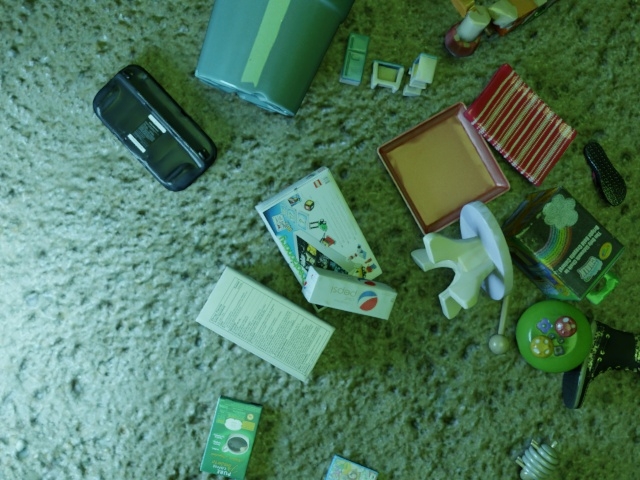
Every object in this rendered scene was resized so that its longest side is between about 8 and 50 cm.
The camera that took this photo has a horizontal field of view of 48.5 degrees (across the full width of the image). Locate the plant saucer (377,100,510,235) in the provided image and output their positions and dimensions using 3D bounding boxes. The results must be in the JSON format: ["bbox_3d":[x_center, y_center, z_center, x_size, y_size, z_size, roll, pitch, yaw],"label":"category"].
[{"bbox_3d":[0.308,-0.179,1.800,0.258,0.048,0.259,-30,90,-6],"label":"plant saucer"}]

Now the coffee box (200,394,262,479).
[{"bbox_3d":[-0.216,0.480,1.729,0.113,0.040,0.184,13,86,-4],"label":"coffee box"}]

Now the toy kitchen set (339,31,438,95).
[{"bbox_3d":[0.167,-0.445,1.734,0.207,0.166,0.122,10,87,-5],"label":"toy kitchen set"}]

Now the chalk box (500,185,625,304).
[{"bbox_3d":[0.603,0.032,1.757,0.289,0.179,0.180,44,84,-4],"label":"chalk box"}]

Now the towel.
[{"bbox_3d":[0.511,-0.296,1.807,0.275,0.031,0.199,42,74,-6],"label":"towel"}]

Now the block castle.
[{"bbox_3d":[0.456,-0.683,1.754,0.453,0.213,0.303,-32,88,-8],"label":"block castle"}]

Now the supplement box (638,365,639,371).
[{"bbox_3d":[0.894,0.376,1.780,0.081,0.104,0.188,-39,113,-4],"label":"supplement box"}]

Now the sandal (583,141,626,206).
[{"bbox_3d":[0.738,-0.171,1.850,0.067,0.040,0.179,-18,75,-11],"label":"sandal"}]

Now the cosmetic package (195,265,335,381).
[{"bbox_3d":[-0.130,0.195,1.704,0.296,0.129,0.153,32,87,-4],"label":"cosmetic package"}]

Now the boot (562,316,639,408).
[{"bbox_3d":[0.724,0.326,1.805,0.178,0.085,0.236,13,88,-8],"label":"boot"}]

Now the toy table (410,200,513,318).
[{"bbox_3d":[0.344,0.055,1.709,0.161,0.252,0.274,-27,113,-10],"label":"toy table"}]

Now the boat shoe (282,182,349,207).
[{"bbox_3d":[-0.011,-0.100,1.757,0.178,0.064,0.060,12,89,-2],"label":"boat shoe"}]

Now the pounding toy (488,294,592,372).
[{"bbox_3d":[0.543,0.227,1.740,0.237,0.110,0.183,15,88,18],"label":"pounding toy"}]

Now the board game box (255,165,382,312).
[{"bbox_3d":[0.000,0.000,1.711,0.193,0.053,0.305,-31,112,-6],"label":"board game box"}]

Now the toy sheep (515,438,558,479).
[{"bbox_3d":[0.549,0.551,1.780,0.091,0.091,0.132,34,104,-3],"label":"toy sheep"}]

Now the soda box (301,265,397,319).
[{"bbox_3d":[0.070,0.126,1.702,0.216,0.069,0.074,14,103,-22],"label":"soda box"}]

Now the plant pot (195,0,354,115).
[{"bbox_3d":[-0.115,-0.487,1.644,0.341,0.341,0.334,21,94,-4],"label":"plant pot"}]

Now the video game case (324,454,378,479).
[{"bbox_3d":[0.059,0.632,1.764,0.119,0.015,0.166,23,86,-5],"label":"video game case"}]

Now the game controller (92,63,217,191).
[{"bbox_3d":[-0.406,-0.273,1.735,0.166,0.067,0.319,-43,92,9],"label":"game controller"}]
